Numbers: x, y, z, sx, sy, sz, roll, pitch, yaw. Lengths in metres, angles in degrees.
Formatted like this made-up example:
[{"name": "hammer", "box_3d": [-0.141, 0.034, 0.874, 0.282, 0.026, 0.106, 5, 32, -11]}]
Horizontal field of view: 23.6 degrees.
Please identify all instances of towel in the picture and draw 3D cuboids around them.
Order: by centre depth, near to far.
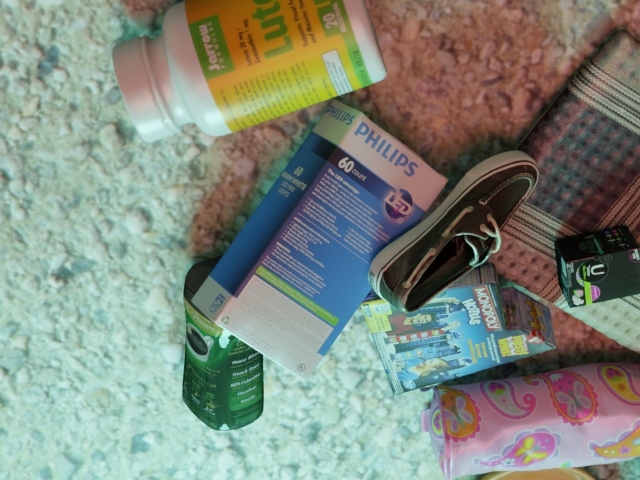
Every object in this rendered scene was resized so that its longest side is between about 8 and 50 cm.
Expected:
[{"name": "towel", "box_3d": [0.350, -0.041, 1.690, 0.324, 0.056, 0.312, 29, 112, -20]}]

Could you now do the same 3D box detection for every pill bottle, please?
[{"name": "pill bottle", "box_3d": [-0.070, -0.182, 1.488, 0.246, 0.136, 0.136, -19, 123, 5]}]

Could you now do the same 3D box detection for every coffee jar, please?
[{"name": "coffee jar", "box_3d": [-0.106, 0.113, 1.695, 0.079, 0.096, 0.184, -19, 129, -32]}]

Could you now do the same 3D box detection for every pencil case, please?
[{"name": "pencil case", "box_3d": [0.263, 0.209, 1.793, 0.284, 0.124, 0.124, -7, 123, -2]}]

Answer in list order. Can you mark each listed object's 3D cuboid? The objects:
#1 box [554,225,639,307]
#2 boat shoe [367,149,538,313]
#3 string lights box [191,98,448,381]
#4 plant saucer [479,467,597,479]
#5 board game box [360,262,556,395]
[{"name": "box", "box_3d": [0.302, 0.028, 1.661, 0.083, 0.052, 0.062, -11, 120, -1]}, {"name": "boat shoe", "box_3d": [0.152, -0.004, 1.580, 0.219, 0.070, 0.078, -41, 131, -9]}, {"name": "string lights box", "box_3d": [0.000, 0.000, 1.590, 0.133, 0.077, 0.259, 36, 89, -28]}, {"name": "plant saucer", "box_3d": [0.262, 0.346, 1.926, 0.200, 0.037, 0.200, -4, 123, -6]}, {"name": "board game box", "box_3d": [0.154, 0.085, 1.684, 0.194, 0.060, 0.194, -10, 143, 8]}]
